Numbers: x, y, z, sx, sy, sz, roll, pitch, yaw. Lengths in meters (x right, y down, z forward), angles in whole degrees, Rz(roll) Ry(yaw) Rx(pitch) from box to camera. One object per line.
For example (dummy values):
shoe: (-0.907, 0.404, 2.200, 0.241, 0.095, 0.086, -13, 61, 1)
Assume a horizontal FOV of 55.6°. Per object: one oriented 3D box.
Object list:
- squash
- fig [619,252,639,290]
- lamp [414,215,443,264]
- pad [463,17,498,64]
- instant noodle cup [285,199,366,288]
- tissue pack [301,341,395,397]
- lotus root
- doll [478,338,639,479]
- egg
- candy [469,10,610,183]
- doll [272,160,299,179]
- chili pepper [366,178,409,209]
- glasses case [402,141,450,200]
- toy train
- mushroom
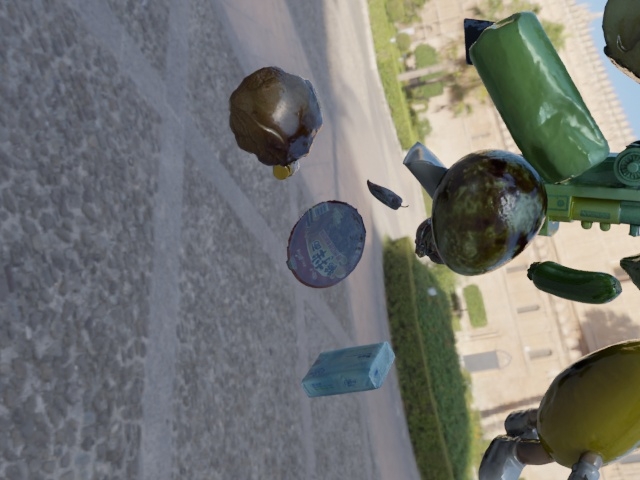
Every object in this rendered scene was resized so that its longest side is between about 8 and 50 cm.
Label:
squash: (0.534, 0.090, 1.294, 0.219, 0.068, 0.077, 19, -58, 55)
fig: (0.825, 0.087, 1.425, 0.167, 0.233, 0.167, 14, 73, -53)
lamp: (0.394, -0.007, 1.874, 0.215, 0.223, 0.151, 54, 6, -43)
pad: (0.409, -0.485, 1.494, 0.003, 0.157, 0.112, 3, -80, 56)
instant noodle cup: (0.000, 0.000, 1.791, 0.091, 0.274, 0.274, 32, -35, 53)
tissue pack: (0.088, 0.411, 1.941, 0.089, 0.263, 0.177, 62, 35, -15)
lotus root: (0.670, -0.397, 1.119, 0.149, 0.267, 0.260, 2, 117, -57)
doll: (0.451, 0.334, 1.086, 0.161, 0.348, 0.423, 39, -16, 1)
egg: (0.356, -0.060, 1.318, 0.289, 0.238, 0.238, -57, 156, -11)
candy: (0.429, -0.281, 1.202, 0.343, 0.142, 0.132, 60, -25, 0)
doll: (-0.101, -0.226, 1.745, 0.127, 0.073, 0.084, -69, 158, -62)
chili pepper: (0.204, -0.137, 1.883, 0.153, 0.050, 0.041, 32, 11, -13)
glasses case: (0.326, -0.124, 1.536, 0.308, 0.083, 0.128, 48, 37, -28)
toy train: (0.621, -0.115, 1.398, 0.150, 0.369, 0.237, -15, 109, -53)
mushroom: (-0.138, -0.275, 1.514, 0.233, 0.301, 0.208, 36, 54, -14)
